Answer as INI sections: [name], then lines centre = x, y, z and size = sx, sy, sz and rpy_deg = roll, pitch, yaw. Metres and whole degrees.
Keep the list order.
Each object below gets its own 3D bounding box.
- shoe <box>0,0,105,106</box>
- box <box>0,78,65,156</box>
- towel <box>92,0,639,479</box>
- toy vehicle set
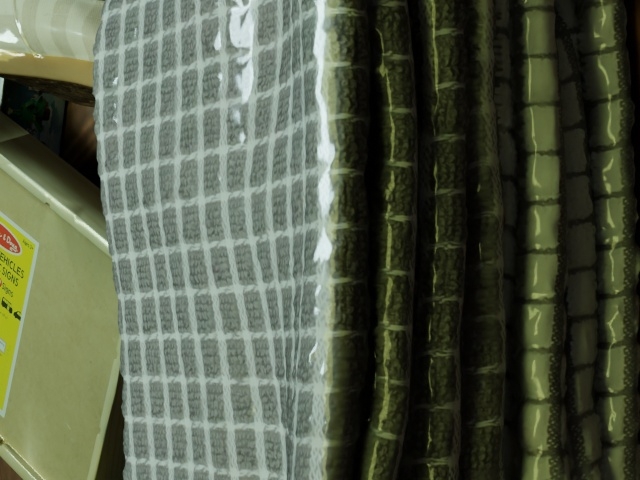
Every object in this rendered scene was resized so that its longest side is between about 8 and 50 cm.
[shoe]
centre = -0.136, -0.108, 0.892
size = 0.219, 0.076, 0.058
rpy_deg = 16, 89, 44
[box]
centre = -0.212, -0.113, 1.053
size = 0.159, 0.044, 0.233
rpy_deg = 25, 110, 56
[towel]
centre = 0.000, 0.000, 0.619
size = 0.235, 0.121, 0.283
rpy_deg = -7, 83, 60
[toy vehicle set]
centre = -0.180, 0.029, 0.943
size = 0.267, 0.035, 0.166
rpy_deg = 35, 119, 39
